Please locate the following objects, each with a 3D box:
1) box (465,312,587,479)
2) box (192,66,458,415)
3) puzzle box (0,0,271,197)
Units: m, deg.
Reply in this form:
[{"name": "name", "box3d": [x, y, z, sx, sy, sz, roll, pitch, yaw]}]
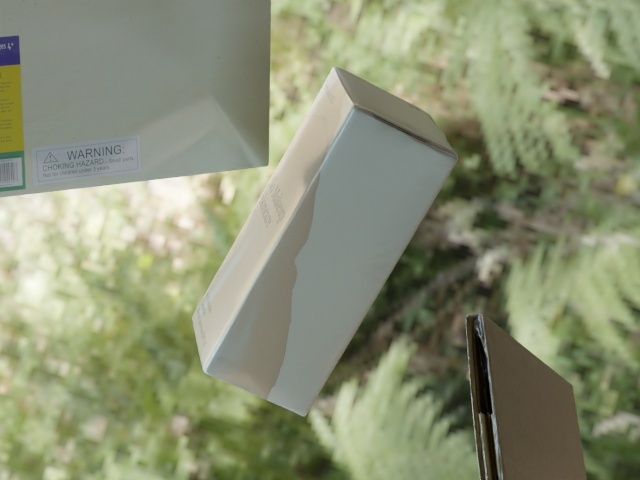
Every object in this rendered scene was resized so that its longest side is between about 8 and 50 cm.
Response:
[{"name": "box", "box3d": [0.175, 0.167, 1.566, 0.201, 0.021, 0.164, 36, -138, -53]}, {"name": "box", "box3d": [0.000, 0.000, 1.888, 0.311, 0.121, 0.148, -61, 18, 14]}, {"name": "puzzle box", "box3d": [-0.246, -0.177, 1.758, 0.052, 0.409, 0.272, -122, 29, -56]}]
